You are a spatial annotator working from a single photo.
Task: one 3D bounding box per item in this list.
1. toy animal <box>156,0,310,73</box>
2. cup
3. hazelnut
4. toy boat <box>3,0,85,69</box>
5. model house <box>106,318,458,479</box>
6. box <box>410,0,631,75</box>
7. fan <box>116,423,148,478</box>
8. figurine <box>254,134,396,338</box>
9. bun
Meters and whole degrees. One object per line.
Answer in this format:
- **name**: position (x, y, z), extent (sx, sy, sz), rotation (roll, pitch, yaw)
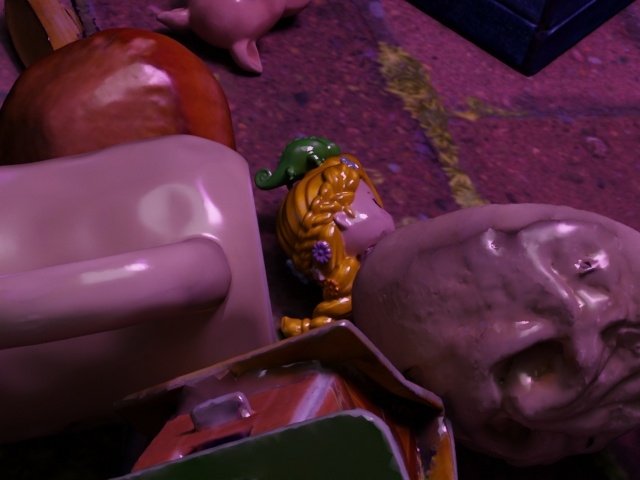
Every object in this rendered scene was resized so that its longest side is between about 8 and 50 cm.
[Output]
- **toy animal**: position (-0.054, -0.198, 1.608), extent (0.083, 0.089, 0.150), rotation (19, 39, 35)
- **cup**: position (-0.135, 0.014, 1.175), extent (0.202, 0.255, 0.173), rotation (-9, 67, -1)
- **hazelnut**: position (-0.132, -0.066, 1.360), extent (0.182, 0.182, 0.182), rotation (10, 41, -8)
- **toy boat**: position (-0.203, -0.153, 1.524), extent (0.049, 0.047, 0.149), rotation (1, 44, -38)
- **model house**: position (-0.027, 0.230, 1.106), extent (0.300, 0.340, 0.323), rotation (-19, 10, 15)
- **box**: position (0.167, -0.302, 1.769), extent (0.261, 0.116, 0.279), rotation (35, 46, 19)
- **fan**: position (-0.116, 0.115, 1.276), extent (0.038, 0.016, 0.193), rotation (15, 40, -6)
- **figurine**: position (0.000, 0.000, 1.395), extent (0.115, 0.095, 0.156), rotation (-29, 69, -9)
- **bun**: position (0.130, 0.072, 1.269), extent (0.231, 0.231, 0.133), rotation (12, 60, -6)
